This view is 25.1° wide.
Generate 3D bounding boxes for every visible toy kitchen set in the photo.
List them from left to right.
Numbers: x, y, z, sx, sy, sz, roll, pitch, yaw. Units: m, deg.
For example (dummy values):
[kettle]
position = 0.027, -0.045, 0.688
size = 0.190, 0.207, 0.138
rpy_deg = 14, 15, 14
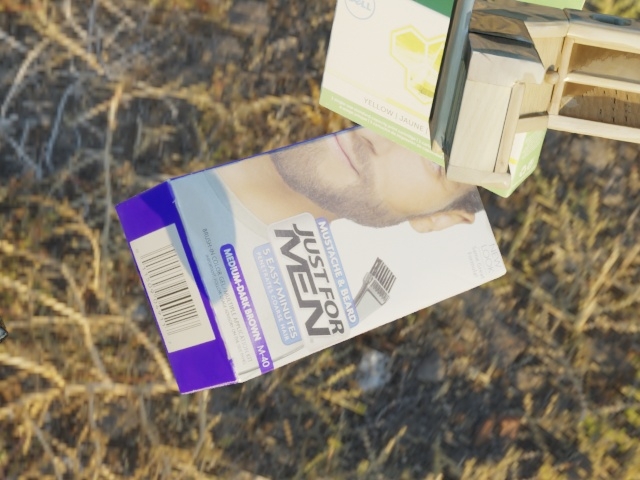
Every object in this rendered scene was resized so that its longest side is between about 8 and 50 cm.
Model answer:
[toy kitchen set]
position = 0.072, -0.054, 0.379
size = 0.075, 0.068, 0.083
rpy_deg = 10, 21, 0

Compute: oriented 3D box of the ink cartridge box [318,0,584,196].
[ink cartridge box]
position = 0.097, -0.166, 1.014
size = 0.171, 0.235, 0.056
rpy_deg = 29, 44, 20

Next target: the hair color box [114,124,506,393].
[hair color box]
position = 0.000, 0.000, 1.332
size = 0.339, 0.110, 0.185
rpy_deg = -20, 91, -39

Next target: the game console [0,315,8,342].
[game console]
position = -0.446, 0.121, 1.666
size = 0.144, 0.085, 0.124
rpy_deg = -40, 35, -1
